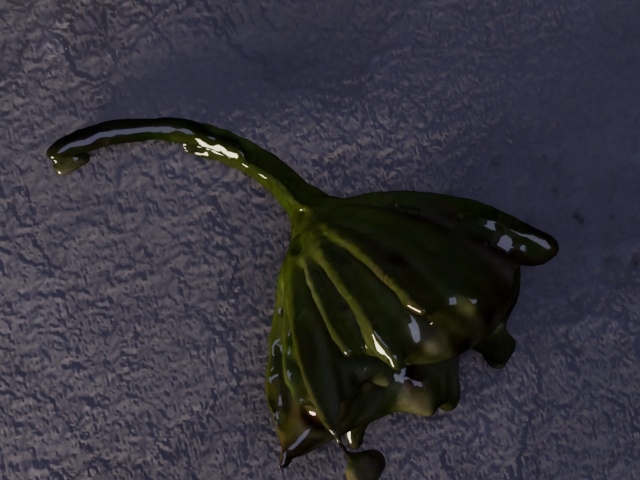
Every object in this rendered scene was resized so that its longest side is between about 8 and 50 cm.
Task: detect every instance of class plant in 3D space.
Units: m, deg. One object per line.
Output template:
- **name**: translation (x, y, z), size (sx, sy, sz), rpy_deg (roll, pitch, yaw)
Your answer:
- **plant**: translation (0.001, -0.015, 1.251), size (0.251, 0.180, 0.333), rpy_deg (-36, 85, -16)
